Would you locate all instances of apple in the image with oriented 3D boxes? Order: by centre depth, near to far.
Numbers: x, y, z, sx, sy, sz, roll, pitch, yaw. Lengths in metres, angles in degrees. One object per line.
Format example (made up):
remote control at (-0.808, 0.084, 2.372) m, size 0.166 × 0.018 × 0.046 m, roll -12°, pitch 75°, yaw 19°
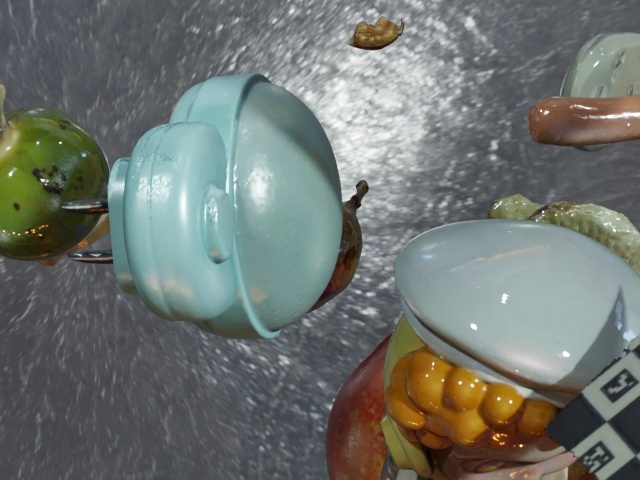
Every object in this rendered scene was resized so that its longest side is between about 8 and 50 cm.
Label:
apple at (0.173, 0.238, 1.388) m, size 0.348 × 0.277 × 0.348 m, roll -3°, pitch 98°, yaw -18°

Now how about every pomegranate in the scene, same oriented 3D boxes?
pomegranate at (-0.333, -0.082, 1.298) m, size 0.181 × 0.181 × 0.224 m, roll -37°, pitch 140°, yaw -9°

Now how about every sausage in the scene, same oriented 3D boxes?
sausage at (0.244, -0.100, 0.908) m, size 0.176 × 0.040 × 0.047 m, roll -9°, pitch 99°, yaw -7°

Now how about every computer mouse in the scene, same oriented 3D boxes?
computer mouse at (0.486, -0.257, 2.012) m, size 0.095 × 0.331 × 0.197 m, roll 17°, pitch 108°, yaw 29°

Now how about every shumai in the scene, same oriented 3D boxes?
shumai at (0.400, 0.005, 1.925) m, size 0.272 × 0.204 × 0.222 m, roll 8°, pitch 123°, yaw 14°

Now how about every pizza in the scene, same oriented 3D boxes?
pizza at (0.063, -0.235, 1.346) m, size 0.083 × 0.016 × 0.037 m, roll -23°, pitch 91°, yaw -31°

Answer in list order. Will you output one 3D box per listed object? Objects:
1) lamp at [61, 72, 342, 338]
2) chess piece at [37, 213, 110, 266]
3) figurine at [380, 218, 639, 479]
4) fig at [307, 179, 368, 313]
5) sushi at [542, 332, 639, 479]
lamp at (-0.067, -0.023, 0.914) m, size 0.147 × 0.284 × 0.209 m, roll -2°, pitch 96°, yaw 33°
chess piece at (-0.443, -0.050, 1.702) m, size 0.301 × 0.137 × 0.137 m, roll 19°, pitch 85°, yaw 26°
figurine at (0.110, 0.119, 0.953) m, size 0.224 × 0.382 × 0.205 m, roll 1°, pitch 58°, yaw -26°
fig at (0.001, 0.002, 1.757) m, size 0.145 × 0.170 × 0.274 m, roll 43°, pitch 57°, yaw -1°
sushi at (0.243, 0.095, 0.650) m, size 0.193 × 0.210 × 0.040 m, roll -43°, pitch 112°, yaw -4°
